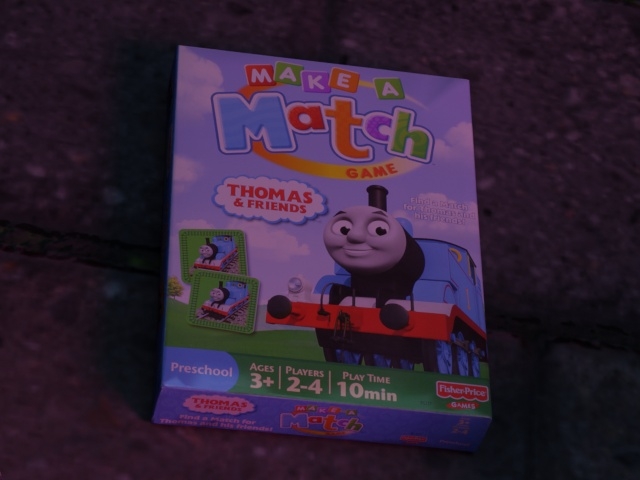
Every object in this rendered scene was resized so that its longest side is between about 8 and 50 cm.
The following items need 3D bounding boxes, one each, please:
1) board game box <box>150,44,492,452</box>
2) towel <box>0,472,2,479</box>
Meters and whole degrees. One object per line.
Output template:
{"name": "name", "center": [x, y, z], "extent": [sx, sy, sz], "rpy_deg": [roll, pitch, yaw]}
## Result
{"name": "board game box", "center": [0.000, 0.000, 0.969], "extent": [0.160, 0.039, 0.211], "rpy_deg": [6, 53, -9]}
{"name": "towel", "center": [-0.272, 0.130, 0.762], "extent": [0.283, 0.121, 0.235], "rpy_deg": [-20, 63, -27]}
